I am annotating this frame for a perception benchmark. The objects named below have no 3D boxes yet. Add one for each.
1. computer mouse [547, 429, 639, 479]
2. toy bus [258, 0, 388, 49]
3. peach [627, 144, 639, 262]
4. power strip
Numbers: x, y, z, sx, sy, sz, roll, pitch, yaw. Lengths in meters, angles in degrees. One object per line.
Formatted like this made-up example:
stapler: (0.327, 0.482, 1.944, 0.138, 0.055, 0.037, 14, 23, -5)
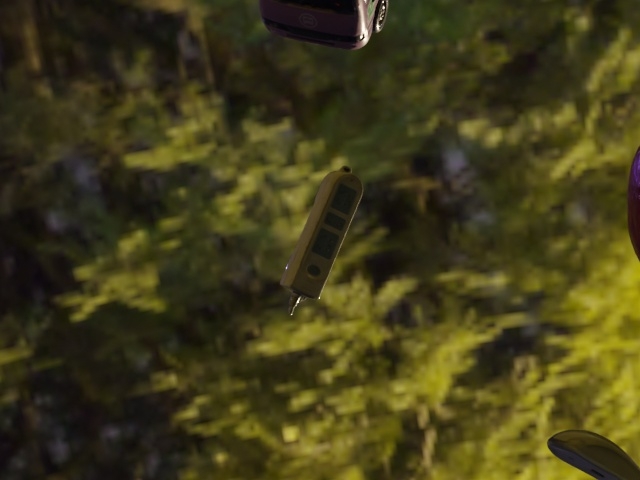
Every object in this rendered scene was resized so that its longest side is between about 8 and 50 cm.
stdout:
computer mouse: (0.254, 0.194, 1.565, 0.110, 0.056, 0.032, 30, -105, 2)
toy bus: (0.020, -0.250, 1.350, 0.096, 0.108, 0.199, 13, -115, 13)
peach: (0.522, -0.042, 2.024, 0.290, 0.373, 0.372, -39, -144, -25)
power strip: (0.000, 0.000, 2.095, 0.047, 0.191, 0.030, 26, 173, -31)
